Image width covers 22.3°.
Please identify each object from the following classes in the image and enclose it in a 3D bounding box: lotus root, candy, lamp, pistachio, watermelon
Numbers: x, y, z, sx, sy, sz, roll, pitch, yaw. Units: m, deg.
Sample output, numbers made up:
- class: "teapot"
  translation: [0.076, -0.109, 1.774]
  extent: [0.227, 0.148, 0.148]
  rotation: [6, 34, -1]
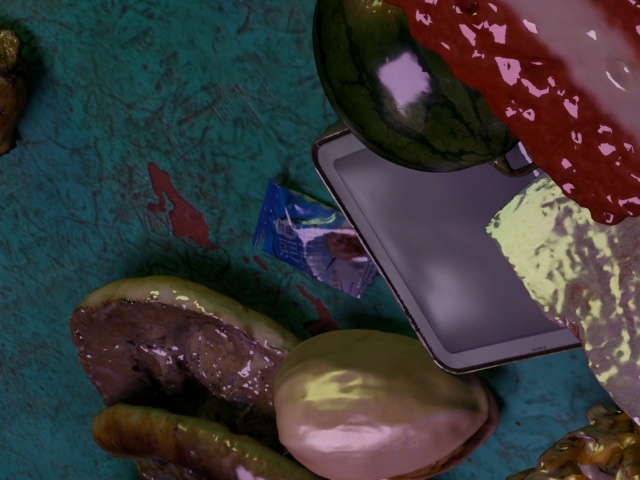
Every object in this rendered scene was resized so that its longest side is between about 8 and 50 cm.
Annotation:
- class: "lotus root"
  translation: [-0.361, -0.148, 1.740]
  extent: [0.191, 0.094, 0.108]
  rotation: [111, 143, -55]
- class: "candy"
  translation: [0.000, 0.000, 1.594]
  extent: [0.136, 0.038, 0.088]
  rotation: [26, 126, 11]
- class: "lamp"
  translation: [0.140, -0.013, 1.430]
  extent: [0.269, 0.047, 0.266]
  rotation: [-18, 109, 49]
- class: "pistachio"
  translation: [0.061, 0.166, 1.598]
  extent: [0.229, 0.157, 0.157]
  rotation: [0, 127, 18]
- class: "watermelon"
  translation: [0.343, 0.049, 1.210]
  extent: [0.222, 0.319, 0.292]
  rotation: [46, -164, -52]
- class: "watermelon"
  translation: [0.074, -0.144, 1.279]
  extent: [0.204, 0.127, 0.232]
  rotation: [-13, 97, 46]

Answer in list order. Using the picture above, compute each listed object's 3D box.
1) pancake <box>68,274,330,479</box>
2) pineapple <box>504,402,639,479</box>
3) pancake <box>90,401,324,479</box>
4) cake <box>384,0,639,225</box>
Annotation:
- class: "pancake"
  translation: [-0.110, 0.178, 1.819]
  extent: [0.387, 0.082, 0.387]
  rotation: [23, 144, 18]
- class: "pineapple"
  translation: [0.315, 0.272, 1.332]
  extent: [0.352, 0.352, 0.300]
  rotation: [49, 129, -6]
- class: "pancake"
  translation: [-0.087, 0.294, 1.810]
  extent: [0.426, 0.067, 0.305]
  rotation: [26, 152, 14]
- class: "cake"
  translation: [0.231, -0.223, 0.979]
  extent: [0.270, 0.269, 0.319]
  rotation: [45, 142, -2]
